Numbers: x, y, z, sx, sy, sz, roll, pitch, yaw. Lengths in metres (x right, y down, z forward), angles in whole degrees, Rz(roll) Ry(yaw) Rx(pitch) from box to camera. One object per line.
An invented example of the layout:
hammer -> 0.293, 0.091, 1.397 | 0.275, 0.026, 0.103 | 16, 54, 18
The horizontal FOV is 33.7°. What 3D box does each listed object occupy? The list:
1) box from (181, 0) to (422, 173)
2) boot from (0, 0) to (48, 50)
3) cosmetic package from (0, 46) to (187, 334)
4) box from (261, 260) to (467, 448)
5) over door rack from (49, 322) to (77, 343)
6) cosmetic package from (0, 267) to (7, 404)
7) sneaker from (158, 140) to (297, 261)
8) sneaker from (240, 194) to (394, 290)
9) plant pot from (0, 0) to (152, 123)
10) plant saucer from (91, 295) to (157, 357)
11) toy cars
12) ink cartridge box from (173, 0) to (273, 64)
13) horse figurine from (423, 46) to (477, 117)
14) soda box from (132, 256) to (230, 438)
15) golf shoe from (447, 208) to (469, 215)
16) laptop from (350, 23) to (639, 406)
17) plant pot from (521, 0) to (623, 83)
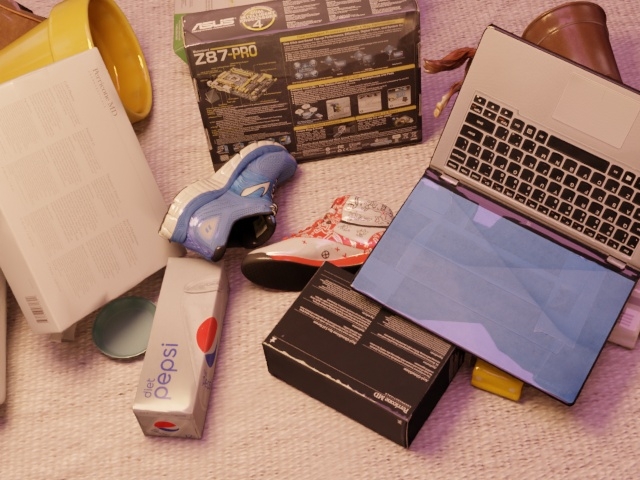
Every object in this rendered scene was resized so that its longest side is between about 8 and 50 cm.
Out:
box -> -0.022, -0.275, 1.851 | 0.395, 0.318, 0.097 | -10, 52, 0
boot -> -0.576, -0.404, 2.158 | 0.305, 0.112, 0.115 | 25, 90, 17
cosmetic package -> -0.406, -0.082, 1.684 | 0.097, 0.377, 0.284 | -7, 20, 46
box -> 0.069, 0.174, 1.647 | 0.261, 0.103, 0.184 | 26, 57, 22
over door rack -> -0.490, 0.015, 1.829 | 0.239, 0.108, 0.324 | 9, 69, 13
cosmetic package -> -0.701, 0.053, 1.612 | 0.327, 0.329, 0.393 | -12, 64, 10
sneaker -> -0.129, -0.056, 1.805 | 0.147, 0.130, 0.330 | 39, 42, 7
sneaker -> 0.001, 0.001, 1.790 | 0.270, 0.090, 0.145 | -3, 53, 0
plant pot -> -0.478, -0.313, 1.985 | 0.239, 0.254, 0.254 | -16, 52, 13
plant saucer -> -0.318, 0.148, 1.754 | 0.119, 0.021, 0.119 | -3, 54, 4
toy cars -> 0.398, 0.108, 1.670 | 0.394, 0.087, 0.176 | -22, 55, -11
ink cartridge box -> -0.144, -0.464, 2.059 | 0.278, 0.117, 0.201 | -23, 50, 23
horse figurine -> 0.280, -0.255, 1.863 | 0.174, 0.263, 0.066 | -48, 44, -7
soda box -> -0.216, 0.167, 1.687 | 0.098, 0.091, 0.286 | 3, 54, 8
golf shoe -> 0.290, -0.037, 1.786 | 0.306, 0.115, 0.140 | 7, 46, 1
laptop -> 0.314, -0.047, 1.586 | 0.382, 0.408, 0.236 | 28, 28, 14
plant pot -> 0.472, -0.322, 1.942 | 0.167, 0.167, 0.165 | -13, 61, -4
